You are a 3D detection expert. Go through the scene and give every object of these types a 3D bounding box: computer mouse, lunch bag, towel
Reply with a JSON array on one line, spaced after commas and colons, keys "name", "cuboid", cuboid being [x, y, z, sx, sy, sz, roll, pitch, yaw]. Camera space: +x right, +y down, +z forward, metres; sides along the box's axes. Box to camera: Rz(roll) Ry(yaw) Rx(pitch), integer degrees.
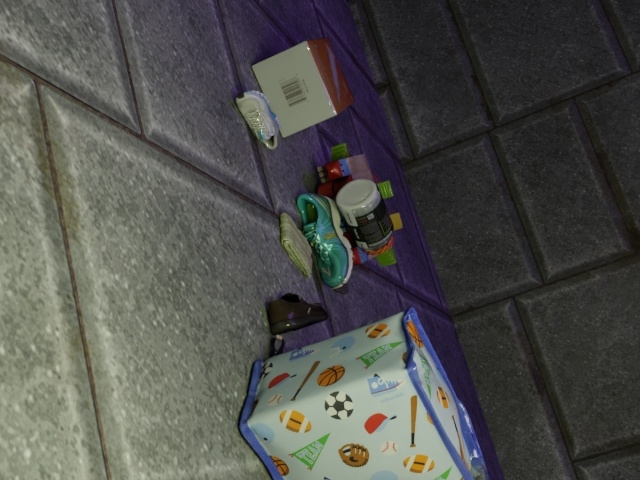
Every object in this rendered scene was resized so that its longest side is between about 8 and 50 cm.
[{"name": "computer mouse", "cuboid": [-0.048, 0.276, 1.588, 0.193, 0.042, 0.106, 55, 16, -26]}, {"name": "lunch bag", "cuboid": [0.093, 0.354, 1.435, 0.385, 0.328, 0.239, 61, 19, -22]}, {"name": "towel", "cuboid": [-0.056, 0.011, 1.925, 0.148, 0.027, 0.110, 55, 20, -41]}]

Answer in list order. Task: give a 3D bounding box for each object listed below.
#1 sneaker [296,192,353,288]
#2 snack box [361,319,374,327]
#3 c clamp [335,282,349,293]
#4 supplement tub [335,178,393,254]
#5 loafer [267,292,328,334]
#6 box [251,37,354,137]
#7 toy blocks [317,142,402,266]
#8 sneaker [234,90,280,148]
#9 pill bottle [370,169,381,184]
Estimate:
[{"name": "sneaker", "cuboid": [0.000, 0.000, 2.049, 0.110, 0.107, 0.275, 18, 45, -47]}, {"name": "snack box", "cuboid": [0.139, 0.290, 2.202, 0.141, 0.037, 0.100, -60, 129, -70]}, {"name": "c clamp", "cuboid": [0.041, 0.076, 2.174, 0.161, 0.022, 0.137, 35, 37, -63]}, {"name": "supplement tub", "cuboid": [0.121, -0.057, 2.096, 0.117, 0.117, 0.190, -94, 164, -46]}, {"name": "loafer", "cuboid": [-0.046, 0.143, 1.683, 0.220, 0.080, 0.078, 4, 66, -73]}, {"name": "box", "cuboid": [-0.039, -0.442, 2.301, 0.345, 0.168, 0.215, -58, 125, -71]}, {"name": "toy blocks", "cuboid": [0.077, -0.084, 2.275, 0.261, 0.191, 0.381, -22, 97, -62]}, {"name": "sneaker", "cuboid": [-0.144, -0.285, 1.939, 0.190, 0.071, 0.083, 46, 34, -55]}, {"name": "pill bottle", "cuboid": [0.110, -0.187, 2.566, 0.216, 0.121, 0.121, 30, 41, -67]}]
